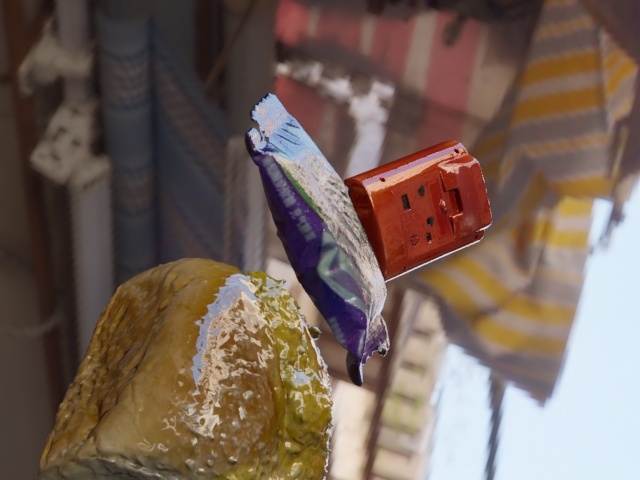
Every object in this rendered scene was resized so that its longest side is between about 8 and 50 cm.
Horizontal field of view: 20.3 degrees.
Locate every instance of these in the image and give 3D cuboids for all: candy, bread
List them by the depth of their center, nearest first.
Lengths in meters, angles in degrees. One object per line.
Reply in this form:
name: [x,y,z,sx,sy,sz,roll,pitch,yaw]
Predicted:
bread: [-0.085,0.147,1.357,0.176,0.246,0.195,-17,-52,38]
candy: [0.000,0.000,1.621,0.070,0.145,0.275,-21,-76,13]

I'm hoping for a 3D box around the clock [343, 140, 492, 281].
clock: [0.101,-0.029,1.831,0.061,0.155,0.113,0,-72,52]
